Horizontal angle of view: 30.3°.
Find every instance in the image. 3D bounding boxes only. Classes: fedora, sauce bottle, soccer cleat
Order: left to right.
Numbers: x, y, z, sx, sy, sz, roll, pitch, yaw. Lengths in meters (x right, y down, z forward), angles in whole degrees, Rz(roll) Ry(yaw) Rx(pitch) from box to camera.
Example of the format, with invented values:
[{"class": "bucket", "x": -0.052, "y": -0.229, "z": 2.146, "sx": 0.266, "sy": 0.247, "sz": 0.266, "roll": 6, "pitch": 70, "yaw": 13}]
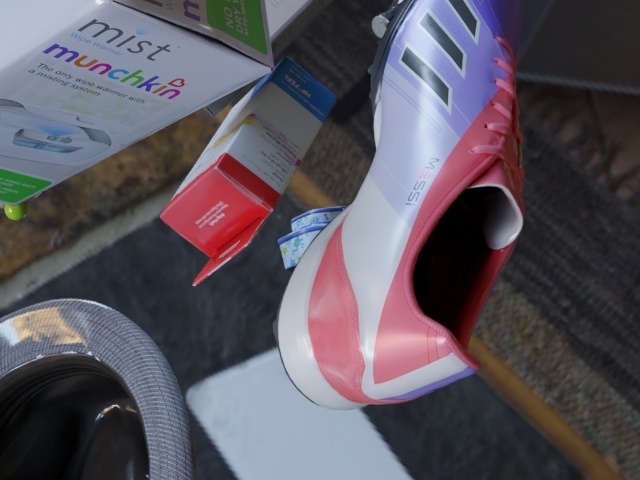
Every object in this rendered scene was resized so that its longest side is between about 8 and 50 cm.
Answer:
[{"class": "fedora", "x": -0.174, "y": 0.192, "z": 0.876, "sx": 0.243, "sy": 0.124, "sz": 0.276, "roll": -25, "pitch": 61, "yaw": 16}, {"class": "sauce bottle", "x": 0.101, "y": -0.247, "z": 1.240, "sx": 0.042, "sy": 0.042, "sz": 0.128, "roll": 39, "pitch": 48, "yaw": 11}, {"class": "soccer cleat", "x": 0.080, "y": -0.046, "z": 0.686, "sx": 0.108, "sy": 0.116, "sz": 0.318, "roll": 44, "pitch": 54, "yaw": -31}]

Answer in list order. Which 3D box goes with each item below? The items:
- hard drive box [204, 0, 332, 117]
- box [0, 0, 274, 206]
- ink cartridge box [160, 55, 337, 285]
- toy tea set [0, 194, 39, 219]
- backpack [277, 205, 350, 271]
[{"class": "hard drive box", "x": -0.096, "y": -0.277, "z": 1.244, "sx": 0.232, "sy": 0.089, "sz": 0.181, "roll": -44, "pitch": 88, "yaw": 0}, {"class": "box", "x": -0.163, "y": -0.187, "z": 0.685, "sx": 0.126, "sy": 0.231, "sz": 0.262, "roll": 16, "pitch": 59, "yaw": -49}, {"class": "ink cartridge box", "x": -0.085, "y": -0.074, "z": 1.267, "sx": 0.078, "sy": 0.134, "sz": 0.231, "roll": 39, "pitch": 51, "yaw": -13}, {"class": "toy tea set", "x": -0.375, "y": -0.053, "z": 0.997, "sx": 0.336, "sy": 0.200, "sz": 0.124, "roll": -20, "pitch": 76, "yaw": 12}, {"class": "backpack", "x": 0.000, "y": 0.000, "z": 1.655, "sx": 0.114, "sy": 0.105, "sz": 0.084, "roll": -10, "pitch": 80, "yaw": -41}]
